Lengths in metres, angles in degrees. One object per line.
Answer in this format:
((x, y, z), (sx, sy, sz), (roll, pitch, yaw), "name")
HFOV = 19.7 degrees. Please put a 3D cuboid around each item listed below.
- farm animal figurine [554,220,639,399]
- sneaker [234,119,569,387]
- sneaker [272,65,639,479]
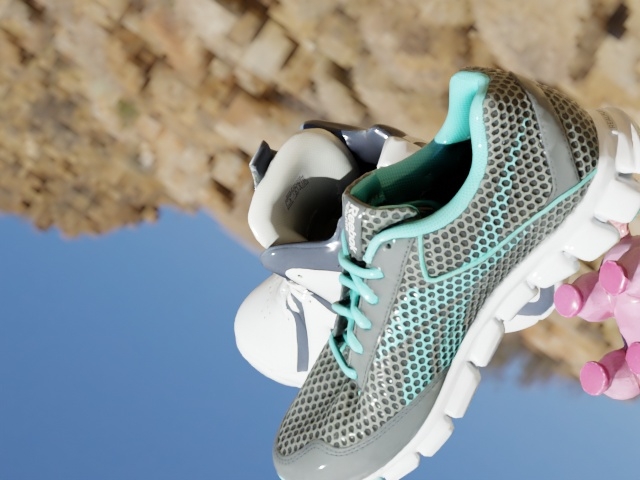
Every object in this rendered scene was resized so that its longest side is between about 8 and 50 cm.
((0.249, 0.122, 0.807), (0.172, 0.330, 0.327), (-7, -142, -37), "farm animal figurine")
((0.000, 0.000, 0.958), (0.153, 0.094, 0.235), (35, 153, -30), "sneaker")
((0.028, 0.010, 0.601), (0.076, 0.166, 0.065), (30, -166, -32), "sneaker")
